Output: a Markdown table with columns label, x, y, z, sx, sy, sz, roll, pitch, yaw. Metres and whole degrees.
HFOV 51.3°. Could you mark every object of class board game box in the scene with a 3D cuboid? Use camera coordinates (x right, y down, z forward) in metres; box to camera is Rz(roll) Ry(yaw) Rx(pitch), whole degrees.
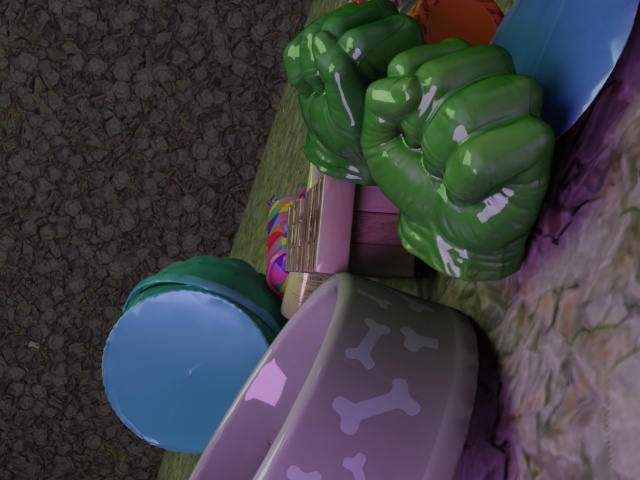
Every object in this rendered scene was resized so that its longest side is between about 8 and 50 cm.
| label | x | y | z | sx | sy | sz | roll | pitch | yaw |
| --- | --- | --- | --- | --- | --- | --- | --- | --- | --- |
| board game box | 0.171 | -0.130 | 0.471 | 0.133 | 0.033 | 0.169 | -69 | 19 | 5 |

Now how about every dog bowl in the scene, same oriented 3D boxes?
| label | x | y | z | sx | sy | sz | roll | pitch | yaw |
| --- | --- | --- | --- | --- | --- | --- | --- | --- | --- |
| dog bowl | -0.023 | 0.177 | 0.527 | 0.348 | 0.102 | 0.349 | -56 | 6 | 10 |

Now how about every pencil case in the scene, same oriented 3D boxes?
| label | x | y | z | sx | sy | sz | roll | pitch | yaw |
| --- | --- | --- | --- | --- | --- | --- | --- | --- | --- |
| pencil case | -0.041 | 0.003 | 1.095 | 0.236 | 0.105 | 0.104 | -98 | 28 | -61 |

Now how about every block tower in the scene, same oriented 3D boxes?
| label | x | y | z | sx | sy | sz | roll | pitch | yaw |
| --- | --- | --- | --- | --- | --- | --- | --- | --- | --- |
| block tower | 0.021 | -0.005 | 0.745 | 0.335 | 0.097 | 0.090 | 164 | 110 | -83 |

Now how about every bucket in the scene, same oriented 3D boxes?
| label | x | y | z | sx | sy | sz | roll | pitch | yaw |
| --- | --- | --- | --- | --- | --- | --- | --- | --- | --- |
| bucket | -0.178 | 0.164 | 0.993 | 0.183 | 0.281 | 0.281 | -87 | 16 | -80 |

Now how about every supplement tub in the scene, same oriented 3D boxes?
| label | x | y | z | sx | sy | sz | roll | pitch | yaw |
| --- | --- | --- | --- | --- | --- | --- | --- | --- | --- |
| supplement tub | 0.096 | -0.161 | 0.646 | 0.190 | 0.117 | 0.116 | 158 | 128 | -74 |

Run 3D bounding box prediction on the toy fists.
| label | x | y | z | sx | sy | sz | roll | pitch | yaw |
| --- | --- | --- | --- | --- | --- | --- | --- | --- | --- |
| toy fists | 0.058 | -0.092 | 0.500 | 0.279 | 0.096 | 0.142 | 47 | 143 | 48 |

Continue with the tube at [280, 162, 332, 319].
| label | x | y | z | sx | sy | sz | roll | pitch | yaw |
| --- | --- | --- | --- | --- | --- | --- | --- | --- | --- |
| tube | 0.000 | 0.000 | 0.946 | 0.070 | 0.062 | 0.240 | -3 | -67 | -55 |

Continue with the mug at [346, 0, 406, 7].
| label | x | y | z | sx | sy | sz | roll | pitch | yaw |
| --- | --- | --- | --- | --- | --- | --- | --- | --- | --- |
| mug | 0.104 | -0.362 | 0.996 | 0.113 | 0.150 | 0.169 | 4 | 79 | 41 |
